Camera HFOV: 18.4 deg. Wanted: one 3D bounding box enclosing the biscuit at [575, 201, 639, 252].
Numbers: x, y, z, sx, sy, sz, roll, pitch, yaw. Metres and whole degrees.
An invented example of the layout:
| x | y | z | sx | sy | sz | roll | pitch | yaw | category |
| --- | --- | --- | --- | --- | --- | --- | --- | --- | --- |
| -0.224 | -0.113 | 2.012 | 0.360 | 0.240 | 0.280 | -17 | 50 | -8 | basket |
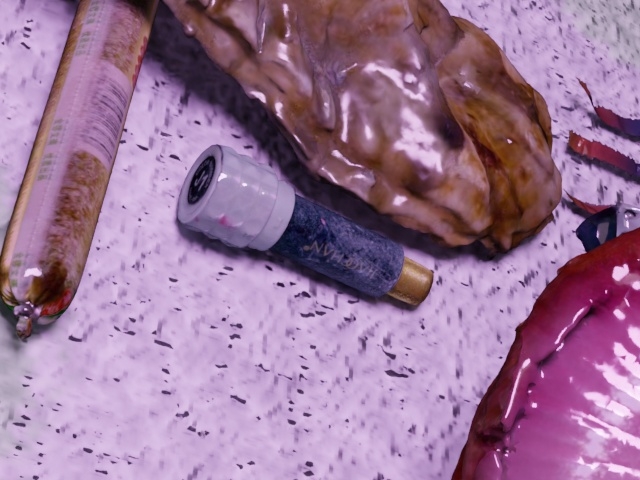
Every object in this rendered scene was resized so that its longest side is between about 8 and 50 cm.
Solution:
| x | y | z | sx | sy | sz | roll | pitch | yaw | category |
| --- | --- | --- | --- | --- | --- | --- | --- | --- | --- |
| 0.260 | 0.028 | 0.919 | 0.309 | 0.079 | 0.186 | -22 | 77 | -41 | biscuit |

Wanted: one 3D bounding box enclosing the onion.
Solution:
| x | y | z | sx | sy | sz | roll | pitch | yaw | category |
| --- | --- | --- | --- | --- | --- | --- | --- | --- | --- |
| 0.151 | 0.109 | 0.739 | 0.230 | 0.163 | 0.230 | 2 | 77 | -7 | onion |

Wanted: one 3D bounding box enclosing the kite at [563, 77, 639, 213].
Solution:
| x | y | z | sx | sy | sz | roll | pitch | yaw | category |
| --- | --- | --- | --- | --- | --- | --- | --- | --- | --- |
| 0.221 | -0.004 | 0.973 | 0.245 | 0.015 | 0.141 | 24 | 48 | -21 | kite |

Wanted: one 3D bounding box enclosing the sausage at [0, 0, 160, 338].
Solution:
| x | y | z | sx | sy | sz | roll | pitch | yaw | category |
| --- | --- | --- | --- | --- | --- | --- | --- | --- | --- |
| -0.088 | -0.066 | 0.785 | 0.033 | 0.033 | 0.269 | 26 | 45 | -17 | sausage |

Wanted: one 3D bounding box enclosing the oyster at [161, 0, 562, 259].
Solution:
| x | y | z | sx | sy | sz | roll | pitch | yaw | category |
| --- | --- | --- | --- | --- | --- | --- | --- | --- | --- |
| -0.017 | -0.108 | 0.814 | 0.345 | 0.079 | 0.128 | 37 | 50 | -26 | oyster |

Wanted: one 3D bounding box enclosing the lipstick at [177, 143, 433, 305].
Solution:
| x | y | z | sx | sy | sz | roll | pitch | yaw | category |
| --- | --- | --- | --- | --- | --- | --- | --- | --- | --- |
| 0.000 | 0.000 | 0.797 | 0.116 | 0.037 | 0.037 | 25 | 45 | -23 | lipstick |
